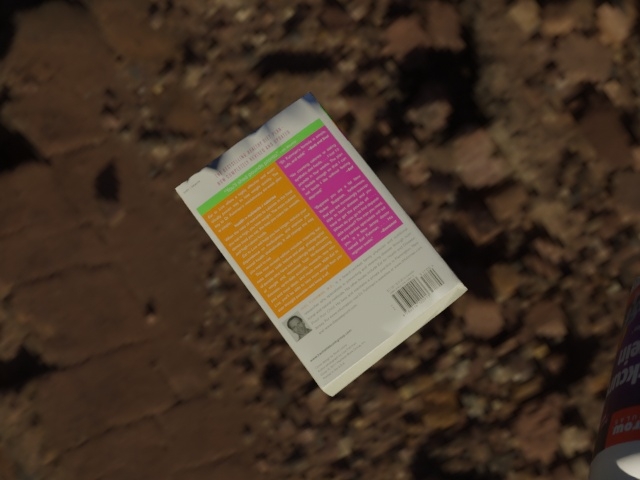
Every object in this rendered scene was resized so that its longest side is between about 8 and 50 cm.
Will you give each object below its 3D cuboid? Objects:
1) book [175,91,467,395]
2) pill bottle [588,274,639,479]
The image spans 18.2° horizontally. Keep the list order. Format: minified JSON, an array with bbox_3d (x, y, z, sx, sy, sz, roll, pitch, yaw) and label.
[{"bbox_3d":[0.000,0.000,1.108,0.096,0.035,0.144,-37,69,2],"label":"book"},{"bbox_3d":[0.214,0.114,1.149,0.108,0.108,0.193,30,56,-19],"label":"pill bottle"}]
